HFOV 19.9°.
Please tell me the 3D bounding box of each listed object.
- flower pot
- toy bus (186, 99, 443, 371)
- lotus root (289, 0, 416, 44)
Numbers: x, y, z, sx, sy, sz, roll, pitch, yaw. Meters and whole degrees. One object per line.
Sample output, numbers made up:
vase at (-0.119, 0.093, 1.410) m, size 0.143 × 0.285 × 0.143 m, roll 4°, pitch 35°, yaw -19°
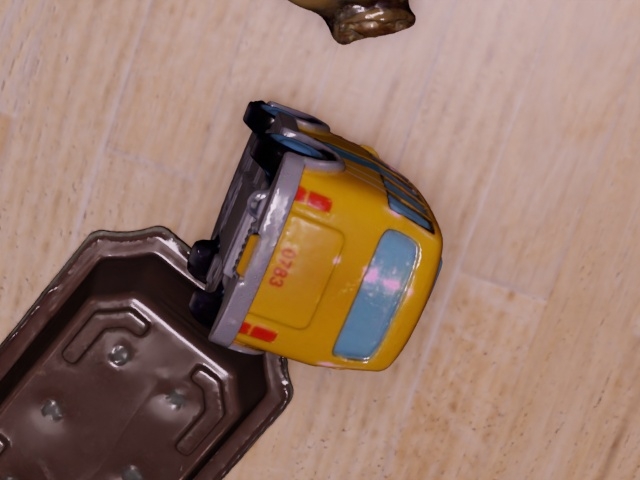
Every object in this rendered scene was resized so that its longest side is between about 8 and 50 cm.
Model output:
flower pot at (-0.145, 0.124, 1.210) m, size 0.179 × 0.084 × 0.251 m, roll 39°, pitch 101°, yaw -5°
toy bus at (0.000, 0.000, 1.117) m, size 0.136 × 0.209 × 0.126 m, roll 20°, pitch 102°, yaw -10°
lotus root at (0.010, -0.247, 1.093) m, size 0.154 × 0.140 × 0.257 m, roll -10°, pitch 107°, yaw 13°
